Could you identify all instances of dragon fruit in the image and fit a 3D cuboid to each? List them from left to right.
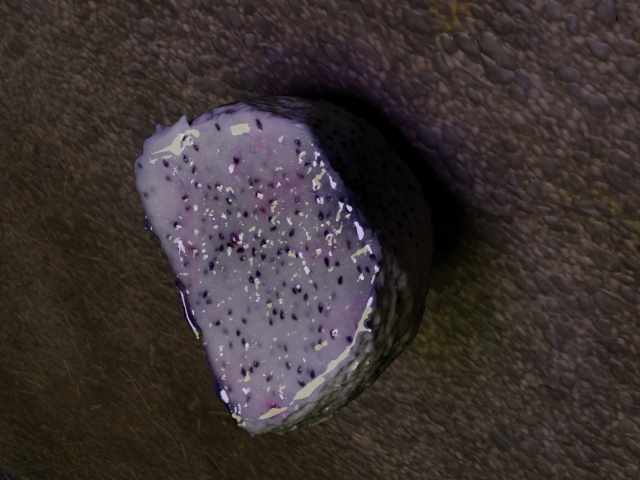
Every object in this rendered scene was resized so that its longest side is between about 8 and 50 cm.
[{"bbox_3d":[0.000,0.000,1.687,0.221,0.204,0.283,-31,79,33],"label":"dragon fruit"}]
